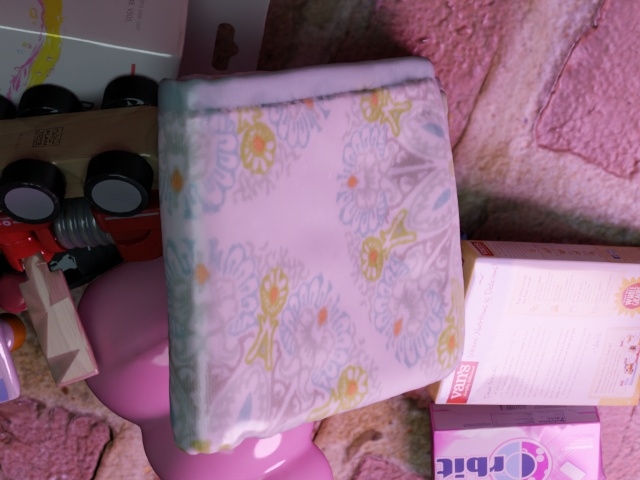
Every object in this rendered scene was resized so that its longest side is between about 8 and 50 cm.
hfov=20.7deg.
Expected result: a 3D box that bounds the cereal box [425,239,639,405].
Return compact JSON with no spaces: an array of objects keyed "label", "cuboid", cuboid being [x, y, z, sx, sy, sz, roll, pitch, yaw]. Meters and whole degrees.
[{"label":"cereal box","cuboid":[0.236,0.086,1.788,0.240,0.047,0.173,4,117,-21]}]

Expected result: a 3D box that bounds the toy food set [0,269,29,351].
[{"label":"toy food set","cuboid":[-0.344,0.001,1.685,0.111,0.104,0.232,-23,90,16]}]

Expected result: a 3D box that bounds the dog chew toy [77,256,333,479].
[{"label":"dog chew toy","cuboid":[-0.100,0.160,1.730,0.207,0.206,0.332,-29,93,12]}]

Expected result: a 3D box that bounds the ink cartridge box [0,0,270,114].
[{"label":"ink cartridge box","cuboid":[-0.233,-0.160,1.611,0.353,0.119,0.207,8,143,-5]}]

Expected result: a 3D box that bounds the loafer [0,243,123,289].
[{"label":"loafer","cuboid":[-0.232,0.006,1.754,0.223,0.078,0.076,-27,114,11]}]

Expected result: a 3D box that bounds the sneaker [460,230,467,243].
[{"label":"sneaker","cuboid":[0.048,0.016,1.778,0.209,0.069,0.082,3,103,-3]}]

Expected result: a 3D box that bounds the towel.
[{"label":"towel","cuboid":[0.000,0.000,1.585,0.090,0.374,0.320,0,97,40]}]

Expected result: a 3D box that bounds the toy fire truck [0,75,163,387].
[{"label":"toy fire truck","cuboid":[-0.216,-0.002,1.583,0.217,0.158,0.246,-5,141,12]}]

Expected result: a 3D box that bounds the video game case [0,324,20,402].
[{"label":"video game case","cuboid":[-0.466,0.044,1.616,0.300,0.036,0.329,-14,119,-3]}]

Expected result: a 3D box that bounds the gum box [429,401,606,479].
[{"label":"gum box","cuboid":[0.213,0.228,1.882,0.188,0.062,0.107,-3,116,0]}]
